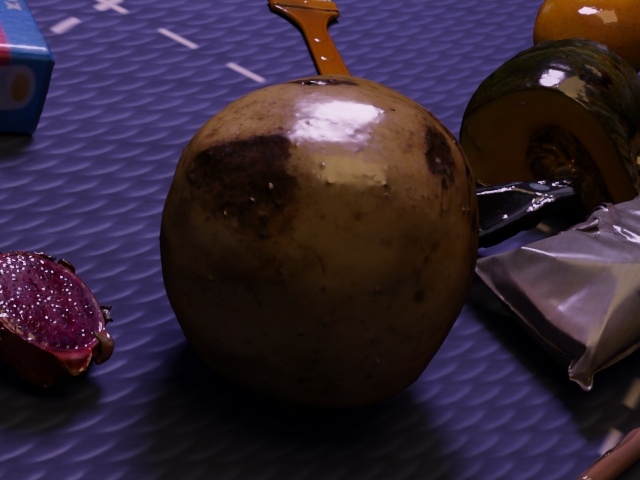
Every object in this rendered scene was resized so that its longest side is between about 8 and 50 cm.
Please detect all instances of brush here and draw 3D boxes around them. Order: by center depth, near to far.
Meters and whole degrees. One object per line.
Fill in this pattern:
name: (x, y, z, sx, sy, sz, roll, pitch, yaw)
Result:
brush: (0.000, -0.231, 1.844, 0.090, 0.017, 0.314, 3, 37, -21)

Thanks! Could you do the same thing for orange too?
orange: (0.341, -0.252, 1.969, 0.155, 0.134, 0.154, -4, 26, 2)

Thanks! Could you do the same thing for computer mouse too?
computer mouse: (0.154, -0.021, 1.540, 0.192, 0.062, 0.106, -7, 4, 13)

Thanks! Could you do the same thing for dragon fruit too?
dragon fruit: (-0.228, 0.068, 1.242, 0.126, 0.068, 0.112, 15, 42, -32)

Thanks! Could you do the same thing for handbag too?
handbag: (0.281, 0.033, 1.508, 0.270, 0.117, 0.182, -26, 56, -30)

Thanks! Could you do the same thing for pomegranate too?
pomegranate: (0.000, 0.000, 1.282, 0.281, 0.281, 0.281, 15, 33, -10)

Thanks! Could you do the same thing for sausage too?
sausage: (0.253, 0.193, 1.360, 0.026, 0.026, 0.116, 36, 37, 22)

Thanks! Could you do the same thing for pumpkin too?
pumpkin: (0.271, -0.074, 1.706, 0.139, 0.190, 0.280, -39, 108, -54)

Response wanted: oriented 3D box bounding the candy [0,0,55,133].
candy: (-0.418, -0.184, 1.468, 0.306, 0.100, 0.157, -1, 38, -29)
